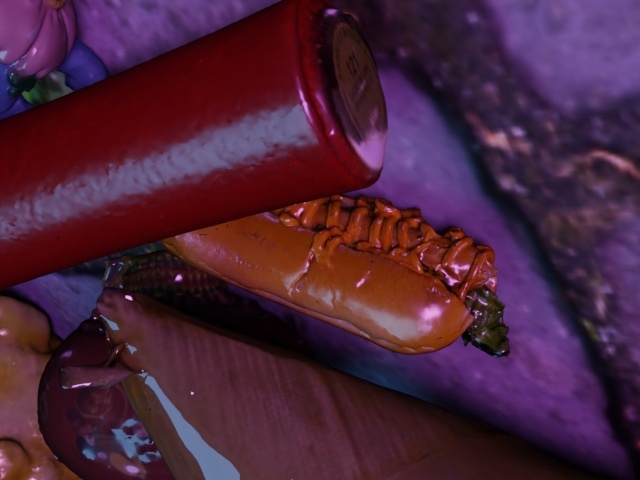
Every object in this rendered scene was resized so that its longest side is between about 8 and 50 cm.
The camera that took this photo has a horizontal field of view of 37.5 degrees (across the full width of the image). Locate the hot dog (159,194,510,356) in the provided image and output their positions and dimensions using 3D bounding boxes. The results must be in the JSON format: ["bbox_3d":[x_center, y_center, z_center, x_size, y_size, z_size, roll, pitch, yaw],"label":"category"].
[{"bbox_3d":[0.000,0.000,0.426,0.188,0.072,0.055,20,119,23],"label":"hot dog"}]

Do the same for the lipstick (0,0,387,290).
[{"bbox_3d":[-0.091,-0.030,0.399,0.241,0.080,0.080,-15,122,24],"label":"lipstick"}]

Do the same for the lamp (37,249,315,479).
[{"bbox_3d":[-0.077,0.073,0.523,0.157,0.134,0.156,5,178,16],"label":"lamp"}]

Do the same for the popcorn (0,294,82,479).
[{"bbox_3d":[-0.292,0.170,0.719,0.293,0.237,0.293,21,143,17],"label":"popcorn"}]

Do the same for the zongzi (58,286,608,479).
[{"bbox_3d":[0.156,0.170,0.363,0.447,0.181,0.418,-2,135,39],"label":"zongzi"}]

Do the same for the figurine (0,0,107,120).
[{"bbox_3d":[-0.182,-0.124,0.422,0.145,0.114,0.178,9,144,36],"label":"figurine"}]
